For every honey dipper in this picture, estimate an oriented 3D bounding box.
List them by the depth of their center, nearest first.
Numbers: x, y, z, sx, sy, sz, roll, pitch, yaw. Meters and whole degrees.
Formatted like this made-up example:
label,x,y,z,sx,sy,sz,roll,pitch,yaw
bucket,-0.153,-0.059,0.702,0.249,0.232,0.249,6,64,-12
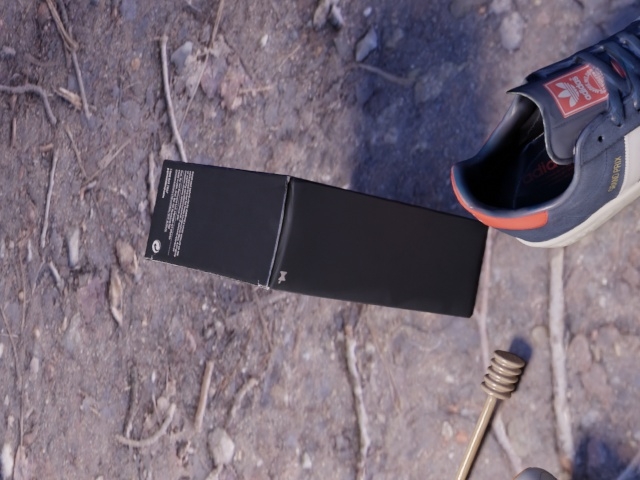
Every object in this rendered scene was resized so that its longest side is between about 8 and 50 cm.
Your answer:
label,x,y,z,sx,sy,sz,roll,pitch,yaw
honey dipper,0.146,0.178,1.065,0.030,0.030,0.160,31,108,46

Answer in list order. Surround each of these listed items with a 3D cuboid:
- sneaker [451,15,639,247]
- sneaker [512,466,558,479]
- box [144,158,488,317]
label,x,y,z,sx,sy,sz,roll,pitch,yaw
sneaker,0.245,-0.121,0.929,0.350,0.148,0.131,-48,51,29
sneaker,0.256,0.262,0.893,0.121,0.099,0.262,-51,57,17
box,0.000,0.000,1.083,0.184,0.261,0.103,14,92,47
